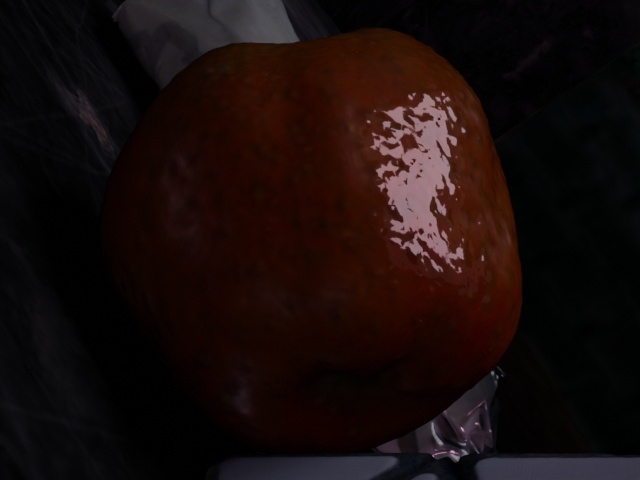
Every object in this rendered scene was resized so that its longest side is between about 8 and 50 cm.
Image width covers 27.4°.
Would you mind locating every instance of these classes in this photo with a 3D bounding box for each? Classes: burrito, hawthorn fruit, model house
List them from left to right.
[{"bbox_3d":[0.000,0.000,0.548,0.189,0.189,0.189,53,9,-13],"label":"hawthorn fruit"},{"bbox_3d":[0.001,-0.009,0.809,0.445,0.101,0.139,60,14,22],"label":"burrito"},{"bbox_3d":[0.305,0.091,0.797,0.445,0.395,0.400,58,-8,15],"label":"model house"}]

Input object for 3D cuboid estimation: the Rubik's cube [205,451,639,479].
[{"bbox_3d":[0.065,0.169,0.389,0.233,0.229,0.228,120,-14,-60],"label":"Rubik's cube"}]
